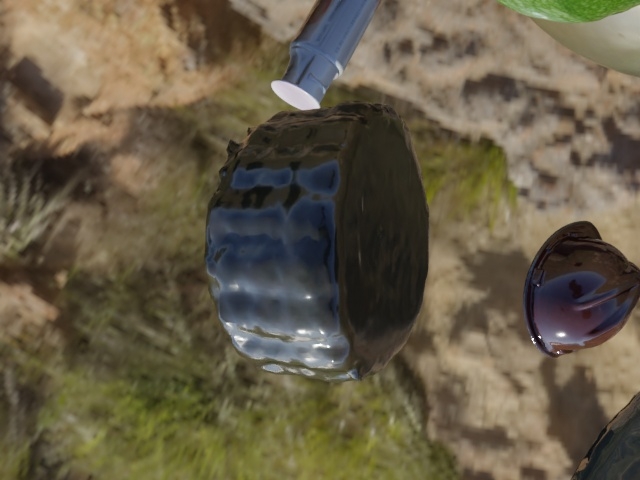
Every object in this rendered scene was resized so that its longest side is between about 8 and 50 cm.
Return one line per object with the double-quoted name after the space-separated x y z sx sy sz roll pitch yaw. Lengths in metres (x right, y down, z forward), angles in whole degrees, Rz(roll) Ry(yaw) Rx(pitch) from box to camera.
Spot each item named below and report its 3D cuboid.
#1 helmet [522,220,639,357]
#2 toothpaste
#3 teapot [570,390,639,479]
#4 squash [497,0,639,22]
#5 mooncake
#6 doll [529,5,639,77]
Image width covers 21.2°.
0.197 0.034 1.218 0.057 0.111 0.089 -2 123 45 "helmet"
0.046 -0.289 1.860 0.066 0.323 0.100 38 162 -32 "toothpaste"
0.196 0.192 0.647 0.305 0.223 0.285 -18 131 25 "teapot"
0.035 -0.119 0.403 0.077 0.068 0.219 -38 140 3 "squash"
0.000 0.000 1.367 0.124 0.228 0.228 1 120 25 "mooncake"
0.100 -0.193 0.720 0.330 0.174 0.235 35 131 41 "doll"
